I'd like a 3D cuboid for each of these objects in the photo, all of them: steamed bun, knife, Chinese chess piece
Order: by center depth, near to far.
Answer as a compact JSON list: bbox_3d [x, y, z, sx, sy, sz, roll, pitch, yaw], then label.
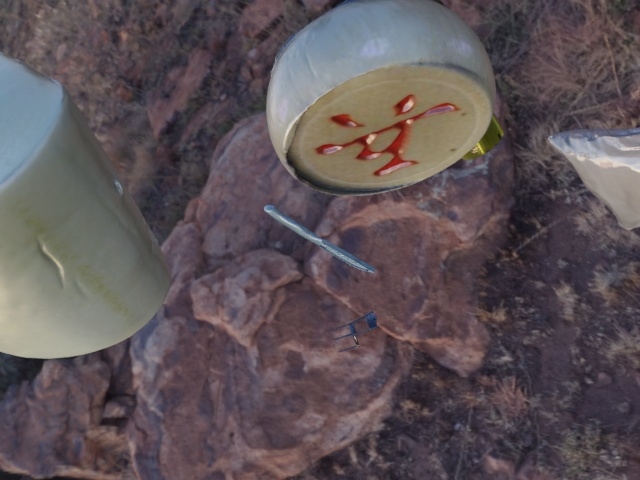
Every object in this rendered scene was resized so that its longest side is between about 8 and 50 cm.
[{"bbox_3d":[0.064,-0.149,0.652,0.249,0.249,0.103,-31,58,35],"label":"Chinese chess piece"},{"bbox_3d":[-0.454,-0.032,0.791,0.455,0.371,0.290,22,56,30],"label":"steamed bun"},{"bbox_3d":[-0.001,0.001,0.948,0.028,0.210,0.015,-29,35,57],"label":"knife"}]

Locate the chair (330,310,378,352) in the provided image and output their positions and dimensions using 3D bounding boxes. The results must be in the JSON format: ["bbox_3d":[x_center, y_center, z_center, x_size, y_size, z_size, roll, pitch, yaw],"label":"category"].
[{"bbox_3d":[0.062,0.160,1.022,0.086,0.042,0.037,-23,42,5],"label":"chair"}]

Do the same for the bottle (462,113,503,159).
[{"bbox_3d":[0.174,-0.251,0.877,0.082,0.286,0.082,-30,28,18],"label":"bottle"}]

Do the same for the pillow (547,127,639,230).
[{"bbox_3d":[0.399,-0.064,0.669,0.067,0.173,0.270,-47,19,-10],"label":"pillow"}]
